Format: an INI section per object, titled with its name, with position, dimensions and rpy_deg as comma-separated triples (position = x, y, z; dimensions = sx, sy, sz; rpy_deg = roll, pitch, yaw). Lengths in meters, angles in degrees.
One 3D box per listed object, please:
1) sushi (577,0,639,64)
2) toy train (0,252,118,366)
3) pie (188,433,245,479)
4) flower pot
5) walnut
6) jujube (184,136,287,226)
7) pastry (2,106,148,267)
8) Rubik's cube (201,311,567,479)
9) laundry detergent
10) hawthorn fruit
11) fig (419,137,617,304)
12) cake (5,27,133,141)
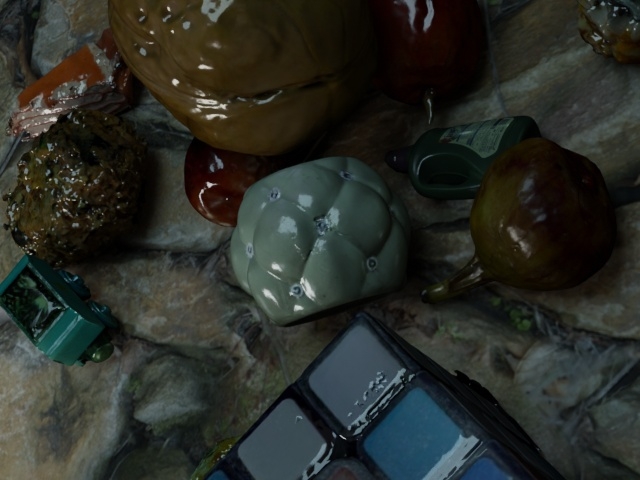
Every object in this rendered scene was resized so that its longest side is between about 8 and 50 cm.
[sushi]
position = 0.506, -0.398, 1.705
dimensions = 0.417, 0.176, 0.418
rpy_deg = -16, 58, 27
[toy train]
position = -0.405, 0.109, 2.060
dimensions = 0.107, 0.154, 0.198
rpy_deg = -49, 63, 4
[pie]
position = -0.095, 0.362, 1.790
dimensions = 0.240, 0.054, 0.241
rpy_deg = -17, 56, 27
[flower pot]
position = 0.000, 0.000, 1.796
dimensions = 0.246, 0.246, 0.195
rpy_deg = -20, 81, 24
[walnut]
position = -0.111, -0.302, 1.812
dimensions = 0.398, 0.354, 0.308
rpy_deg = 37, 56, 27
[jujube]
position = -0.123, -0.127, 2.009
dimensions = 0.168, 0.168, 0.236
rpy_deg = -24, 38, 22
[pastry]
position = -0.400, -0.091, 2.145
dimensions = 0.274, 0.193, 0.275
rpy_deg = -14, 61, 27
[Rubik's cube]
position = 0.104, 0.351, 1.468
dimensions = 0.359, 0.362, 0.363
rpy_deg = -44, 51, 3
[laundry detergent]
position = 0.182, -0.107, 1.825
dimensions = 0.221, 0.078, 0.144
rpy_deg = -3, 42, 32
[hawthorn fruit]
position = 0.144, -0.283, 1.900
dimensions = 0.189, 0.189, 0.251
rpy_deg = -20, 76, 24
[fig]
position = 0.245, -0.019, 1.707
dimensions = 0.290, 0.190, 0.191
rpy_deg = -23, 50, 57
[cake]
position = -0.418, -0.243, 2.300
dimensions = 0.287, 0.098, 0.135
rpy_deg = -36, 51, 13
